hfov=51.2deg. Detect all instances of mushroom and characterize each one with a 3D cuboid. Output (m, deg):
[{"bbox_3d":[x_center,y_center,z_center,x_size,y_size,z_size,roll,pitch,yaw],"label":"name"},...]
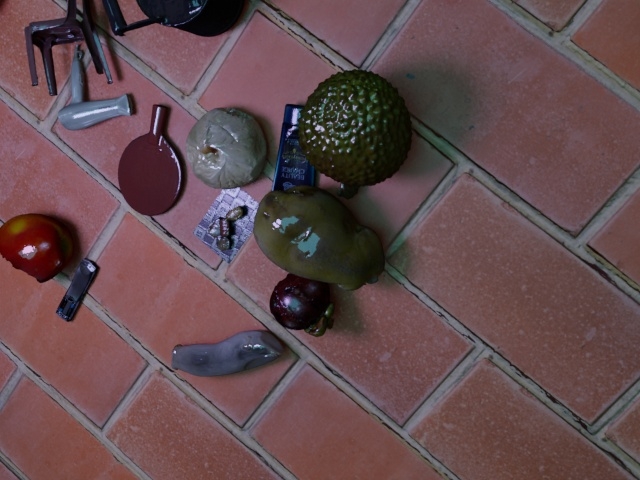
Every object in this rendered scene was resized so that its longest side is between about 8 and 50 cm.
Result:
[{"bbox_3d":[-0.264,0.317,1.845,0.352,0.097,0.109,-14,95,21],"label":"mushroom"}]

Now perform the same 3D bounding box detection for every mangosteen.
[{"bbox_3d":[-0.038,0.164,1.717,0.180,0.166,0.166,45,108,2],"label":"mangosteen"}]

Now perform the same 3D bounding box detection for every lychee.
[{"bbox_3d":[0.083,-0.252,1.558,0.270,0.320,0.269,-3,78,12],"label":"lychee"}]

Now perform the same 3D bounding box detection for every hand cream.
[{"bbox_3d":[-0.061,-0.211,1.721,0.120,0.061,0.270,10,110,10],"label":"hand cream"}]

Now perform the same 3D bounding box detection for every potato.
[{"bbox_3d":[0.002,-0.003,1.646,0.351,0.218,0.202,36,138,-3],"label":"potato"}]

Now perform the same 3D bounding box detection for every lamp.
[{"bbox_3d":[-0.319,-0.601,1.612,0.374,0.272,0.204,-20,93,-2],"label":"lamp"}]

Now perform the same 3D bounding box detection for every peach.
[{"bbox_3d":[-0.830,0.024,1.912,0.226,0.190,0.195,-7,107,11],"label":"peach"}]

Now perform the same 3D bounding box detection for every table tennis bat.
[{"bbox_3d":[-0.464,-0.218,1.841,0.201,0.038,0.309,16,104,13],"label":"table tennis bat"}]

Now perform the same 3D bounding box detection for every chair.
[{"bbox_3d":[-0.672,-0.566,1.746,0.183,0.175,0.326,-11,92,-4],"label":"chair"}]

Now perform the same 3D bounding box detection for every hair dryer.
[{"bbox_3d":[-0.635,-0.436,1.852,0.207,0.075,0.237,-13,88,11],"label":"hair dryer"}]

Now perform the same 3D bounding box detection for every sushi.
[{"bbox_3d":[-0.252,-0.050,1.810,0.139,0.031,0.201,39,108,7],"label":"sushi"}]

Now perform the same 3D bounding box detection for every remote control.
[{"bbox_3d":[-0.724,0.148,1.985,0.059,0.028,0.212,34,107,10],"label":"remote control"}]

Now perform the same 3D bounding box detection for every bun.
[{"bbox_3d":[-0.255,-0.236,1.724,0.221,0.134,0.220,3,101,15],"label":"bun"}]
